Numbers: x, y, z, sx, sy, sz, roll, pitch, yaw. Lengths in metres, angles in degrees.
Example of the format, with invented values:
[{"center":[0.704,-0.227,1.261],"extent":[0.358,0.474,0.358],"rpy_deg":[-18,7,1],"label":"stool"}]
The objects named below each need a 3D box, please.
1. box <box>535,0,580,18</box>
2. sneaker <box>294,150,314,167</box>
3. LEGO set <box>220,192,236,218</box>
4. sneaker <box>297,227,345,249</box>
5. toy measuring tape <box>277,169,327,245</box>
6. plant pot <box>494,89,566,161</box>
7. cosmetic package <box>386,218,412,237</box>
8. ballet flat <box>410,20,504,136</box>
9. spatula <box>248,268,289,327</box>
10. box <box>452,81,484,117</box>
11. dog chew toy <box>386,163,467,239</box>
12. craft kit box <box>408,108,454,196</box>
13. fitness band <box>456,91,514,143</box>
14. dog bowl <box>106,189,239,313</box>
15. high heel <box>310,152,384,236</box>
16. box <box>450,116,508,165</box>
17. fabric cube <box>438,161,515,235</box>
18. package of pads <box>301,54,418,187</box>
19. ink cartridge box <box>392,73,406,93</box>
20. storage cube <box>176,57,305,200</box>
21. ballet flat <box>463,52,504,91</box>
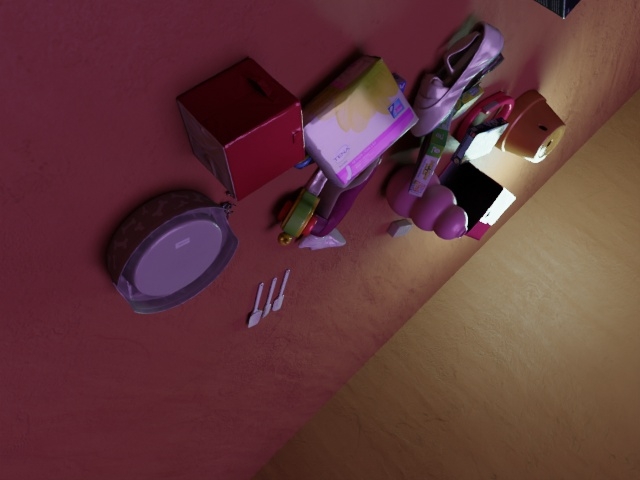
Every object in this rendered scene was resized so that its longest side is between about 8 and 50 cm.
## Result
[{"center":[0.602,-0.787,1.475],"extent":[0.296,0.294,0.182],"rpy_deg":[-48,157,6],"label":"box"},{"center":[-0.008,-0.267,1.627],"extent":[0.188,0.067,0.078],"rpy_deg":[-42,176,-10],"label":"sneaker"},{"center":[-0.248,-0.098,1.557],"extent":[0.054,0.023,0.083],"rpy_deg":[-4,120,-58],"label":"LEGO set"},{"center":[0.000,0.000,2.037],"extent":[0.094,0.080,0.212],"rpy_deg":[-44,151,26],"label":"sneaker"},{"center":[-0.036,-0.119,1.730],"extent":[0.330,0.121,0.121],"rpy_deg":[-57,153,15],"label":"toy measuring tape"},{"center":[0.925,-0.480,2.550],"extent":[0.291,0.203,0.291],"rpy_deg":[-35,153,-21],"label":"plant pot"},{"center":[0.340,-0.053,2.497],"extent":[0.115,0.041,0.060],"rpy_deg":[-9,138,-52],"label":"cosmetic package"},{"center":[0.394,-0.508,1.805],"extent":[0.400,0.139,0.139],"rpy_deg":[-49,155,11],"label":"ballet flat"},{"center":[-0.187,0.212,2.122],"extent":[0.168,0.019,0.242],"rpy_deg":[-25,148,-36],"label":"spatula"},{"center":[0.490,-0.473,2.015],"extent":[0.105,0.043,0.179],"rpy_deg":[-35,172,-21],"label":"box"},{"center":[0.396,-0.130,2.119],"extent":[0.206,0.332,0.207],"rpy_deg":[-36,154,-21],"label":"dog chew toy"},{"center":[0.377,-0.317,1.974],"extent":[0.247,0.060,0.250],"rpy_deg":[102,7,-53],"label":"craft kit box"},{"center":[0.656,-0.479,2.325],"extent":[0.290,0.054,0.209],"rpy_deg":[-29,154,-29],"label":"fitness band"},{"center":[-0.369,0.023,1.455],"extent":[0.348,0.102,0.349],"rpy_deg":[-36,154,-21],"label":"dog bowl"},{"center":[0.082,-0.163,1.851],"extent":[0.377,0.127,0.181],"rpy_deg":[-42,158,18],"label":"high heel"},{"center":[0.629,-0.392,2.304],"extent":[0.233,0.044,0.159],"rpy_deg":[-24,151,-38],"label":"box"},{"center":[0.639,-0.178,2.507],"extent":[0.254,0.259,0.258],"rpy_deg":[-53,154,13],"label":"fabric cube"},{"center":[0.086,-0.316,1.535],"extent":[0.296,0.101,0.229],"rpy_deg":[-43,124,-3],"label":"package of pads"},{"center":[0.150,-0.399,1.669],"extent":[0.207,0.046,0.097],"rpy_deg":[-29,151,-30],"label":"ink cartridge box"},{"center":[-0.166,-0.238,1.269],"extent":[0.193,0.184,0.215],"rpy_deg":[-35,154,-19],"label":"storage cube"},{"center":[0.516,-0.561,1.987],"extent":[0.250,0.058,0.084],"rpy_deg":[-39,177,1],"label":"ballet flat"}]
